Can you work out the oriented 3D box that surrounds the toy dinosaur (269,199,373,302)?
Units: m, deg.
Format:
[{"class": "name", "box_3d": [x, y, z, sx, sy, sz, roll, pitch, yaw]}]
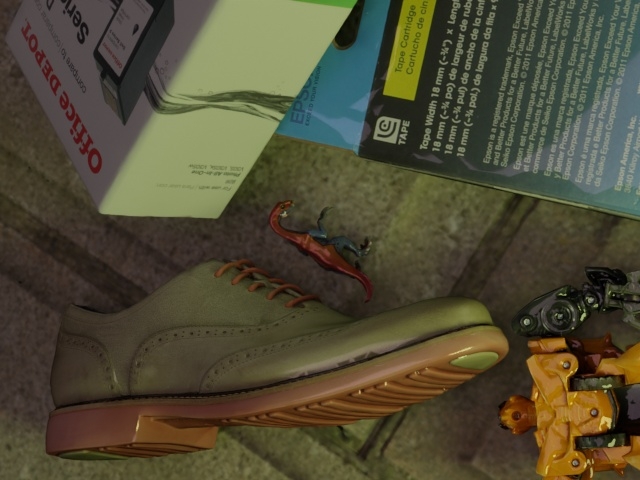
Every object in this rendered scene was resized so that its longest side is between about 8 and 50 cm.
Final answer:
[{"class": "toy dinosaur", "box_3d": [0.000, 0.000, 1.272, 0.082, 0.090, 0.047, 18, 110, -25]}]

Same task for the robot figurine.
[{"class": "robot figurine", "box_3d": [0.274, 0.119, 1.168, 0.291, 0.085, 0.211, -5, 87, 18]}]

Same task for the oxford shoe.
[{"class": "oxford shoe", "box_3d": [-0.051, 0.075, 1.242, 0.397, 0.140, 0.146, -12, 74, 24]}]

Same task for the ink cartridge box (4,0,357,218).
[{"class": "ink cartridge box", "box_3d": [-0.100, -0.186, 1.205, 0.289, 0.121, 0.211, -56, 51, 33]}]

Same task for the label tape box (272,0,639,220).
[{"class": "label tape box", "box_3d": [0.157, -0.155, 1.202, 0.333, 0.106, 0.241, 14, 93, 21]}]
